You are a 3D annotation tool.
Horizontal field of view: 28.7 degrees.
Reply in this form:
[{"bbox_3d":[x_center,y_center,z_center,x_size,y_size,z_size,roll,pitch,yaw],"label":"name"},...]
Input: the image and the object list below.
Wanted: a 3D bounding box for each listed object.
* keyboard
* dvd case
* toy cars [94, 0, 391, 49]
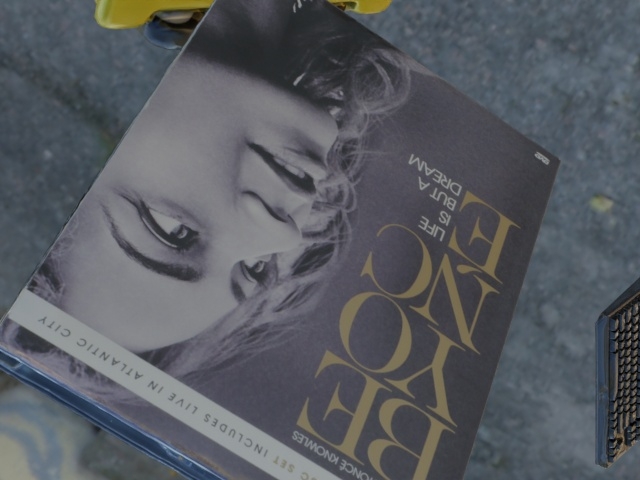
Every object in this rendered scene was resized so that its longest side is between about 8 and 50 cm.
[{"bbox_3d":[0.288,0.117,1.144,0.023,0.108,0.180,23,134,37],"label":"keyboard"},{"bbox_3d":[0.000,0.000,0.468,0.165,0.221,0.018,33,140,-9],"label":"dvd case"},{"bbox_3d":[0.049,-0.226,0.662,0.087,0.394,0.176,59,-178,28],"label":"toy cars"}]
